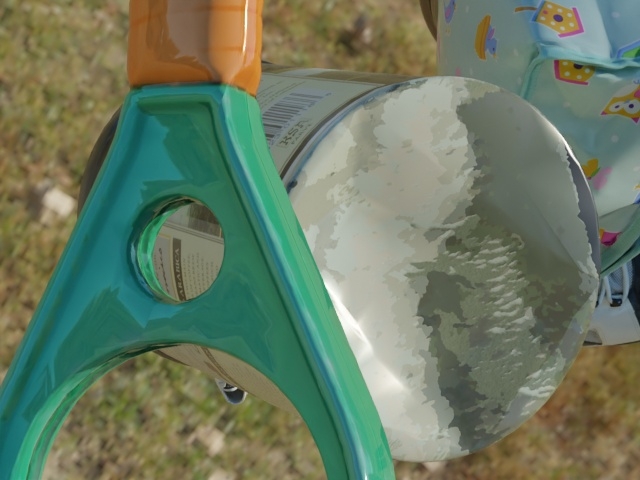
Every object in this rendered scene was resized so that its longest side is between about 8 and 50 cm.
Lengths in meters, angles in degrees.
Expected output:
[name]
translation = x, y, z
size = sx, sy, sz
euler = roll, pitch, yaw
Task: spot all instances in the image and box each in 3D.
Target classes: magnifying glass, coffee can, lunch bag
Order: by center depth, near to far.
[magnifying glass]
translation = -0.028, -0.007, 0.371
size = 0.026, 0.092, 0.231
euler = 18, 73, -66
[coffee can]
translation = 0.000, 0.000, 1.028
size = 0.201, 0.202, 0.275
euler = 11, 2, -28
[lunch bag]
translation = 0.161, -0.104, 1.260
size = 0.160, 0.262, 0.223
euler = -3, 48, -11

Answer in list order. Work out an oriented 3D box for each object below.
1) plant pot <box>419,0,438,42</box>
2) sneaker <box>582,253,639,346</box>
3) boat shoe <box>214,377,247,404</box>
[plant pot]
translation = 0.195, -0.194, 1.555
size = 0.237, 0.237, 0.110
euler = 28, 46, -11
[sneaker]
translation = 0.212, 0.045, 1.696
size = 0.146, 0.330, 0.123
euler = 13, 69, -72
[boat shoe]
translation = -0.078, 0.113, 1.551
size = 0.035, 0.100, 0.035
euler = -3, 60, -1
